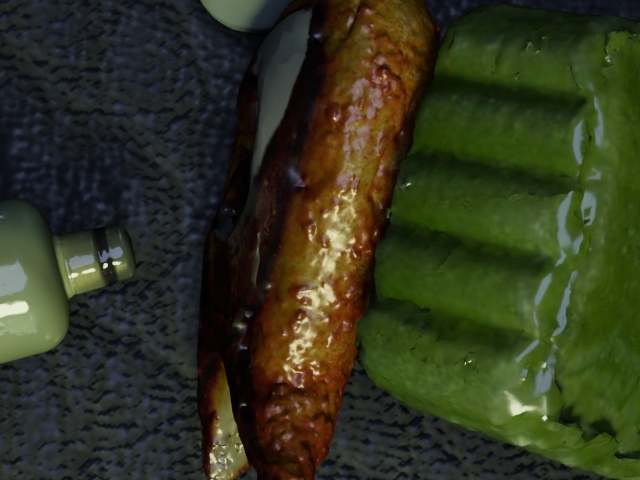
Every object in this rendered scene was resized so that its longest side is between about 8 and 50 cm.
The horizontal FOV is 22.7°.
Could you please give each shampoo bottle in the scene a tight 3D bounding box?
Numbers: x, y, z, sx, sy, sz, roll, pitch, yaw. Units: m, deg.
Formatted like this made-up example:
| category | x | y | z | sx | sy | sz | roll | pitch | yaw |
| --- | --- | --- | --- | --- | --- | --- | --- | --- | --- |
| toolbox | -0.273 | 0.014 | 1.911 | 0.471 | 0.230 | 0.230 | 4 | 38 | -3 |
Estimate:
| category | x | y | z | sx | sy | sz | roll | pitch | yaw |
| --- | --- | --- | --- | --- | --- | --- | --- | --- | --- |
| shampoo bottle | -0.170 | 0.024 | 0.777 | 0.162 | 0.079 | 0.079 | -14 | 89 | -6 |

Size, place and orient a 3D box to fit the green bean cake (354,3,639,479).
| category | x | y | z | sx | sy | sz | roll | pitch | yaw |
| --- | --- | --- | --- | --- | --- | --- | --- | --- | --- |
| green bean cake | 0.129 | 0.007 | 0.749 | 0.214 | 0.113 | 0.200 | 18 | 85 | -48 |

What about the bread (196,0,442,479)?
| category | x | y | z | sx | sy | sz | roll | pitch | yaw |
| --- | --- | --- | --- | --- | --- | --- | --- | --- | --- |
| bread | -0.002 | -0.004 | 0.770 | 0.095 | 0.139 | 0.268 | 6 | 92 | -18 |

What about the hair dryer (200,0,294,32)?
| category | x | y | z | sx | sy | sz | roll | pitch | yaw |
| --- | --- | --- | --- | --- | --- | --- | --- | --- | --- |
| hair dryer | -0.014 | -0.234 | 0.804 | 0.073 | 0.131 | 0.236 | 11 | 67 | -2 |
